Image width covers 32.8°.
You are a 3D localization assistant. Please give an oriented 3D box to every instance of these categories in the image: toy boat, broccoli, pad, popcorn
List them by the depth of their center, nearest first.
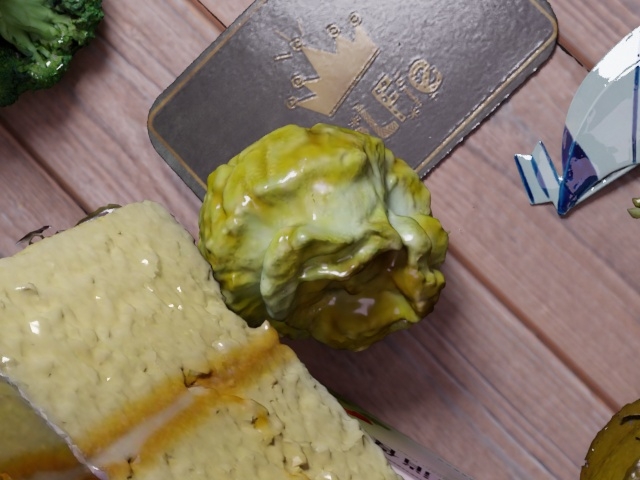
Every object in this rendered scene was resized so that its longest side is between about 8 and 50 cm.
[{"bbox_3d":[0.000,0.000,0.944,0.204,0.221,0.183,-42,44,32],"label":"popcorn"},{"bbox_3d":[0.312,-0.121,0.991,0.291,0.067,0.220,-33,87,20],"label":"toy boat"},{"bbox_3d":[-0.332,-0.242,0.994,0.270,0.270,0.269,-2,99,-15],"label":"broccoli"},{"bbox_3d":[0.043,-0.134,1.024,0.375,0.063,0.315,-45,82,6],"label":"pad"}]

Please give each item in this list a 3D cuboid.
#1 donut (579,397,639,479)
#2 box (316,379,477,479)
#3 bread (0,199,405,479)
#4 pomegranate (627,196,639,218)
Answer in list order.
[{"bbox_3d":[0.341,0.265,0.939,0.272,0.107,0.271,0,90,11],"label":"donut"},{"bbox_3d":[0.074,0.218,0.949,0.261,0.175,0.062,32,92,9],"label":"box"},{"bbox_3d":[-0.218,0.177,0.854,0.405,0.242,0.345,-31,92,31],"label":"bread"},{"bbox_3d":[0.367,-0.023,0.894,0.220,0.156,0.156,3,89,2],"label":"pomegranate"}]
